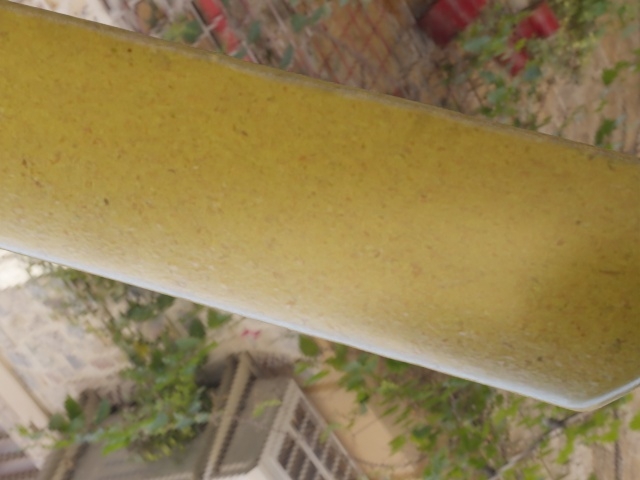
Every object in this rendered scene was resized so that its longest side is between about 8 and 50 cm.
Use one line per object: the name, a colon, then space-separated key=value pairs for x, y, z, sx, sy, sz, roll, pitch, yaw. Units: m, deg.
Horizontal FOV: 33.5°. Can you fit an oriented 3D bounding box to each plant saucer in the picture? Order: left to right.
plant saucer: x=0.000 y=0.000 z=0.476 sx=0.333 sy=0.333 sz=0.081 roll=39 pitch=65 yaw=-82
